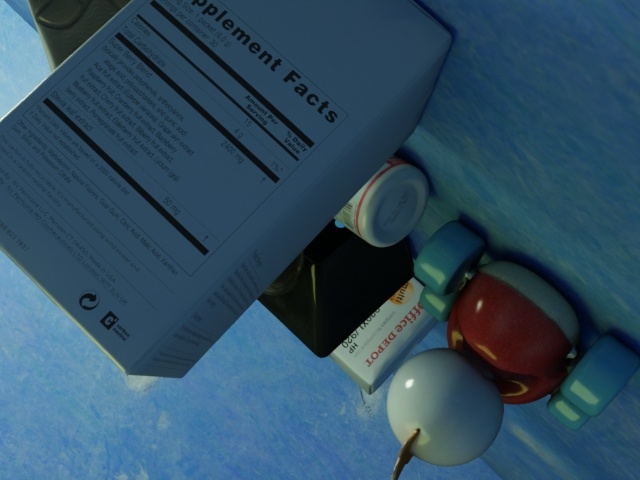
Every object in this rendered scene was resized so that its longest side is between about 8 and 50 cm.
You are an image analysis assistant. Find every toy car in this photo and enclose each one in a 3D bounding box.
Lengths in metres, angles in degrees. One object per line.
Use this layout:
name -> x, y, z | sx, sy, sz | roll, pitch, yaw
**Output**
toy car -> 0.145, 0.148, 0.711 | 0.219, 0.238, 0.210 | 41, 171, 22

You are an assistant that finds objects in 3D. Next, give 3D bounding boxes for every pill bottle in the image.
pill bottle -> 0.028, -0.066, 0.728 | 0.160, 0.087, 0.087 | 37, 169, 39

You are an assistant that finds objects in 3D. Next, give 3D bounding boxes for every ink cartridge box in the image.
ink cartridge box -> 0.053, 0.103, 1.128 | 0.232, 0.171, 0.168 | 41, 171, 15

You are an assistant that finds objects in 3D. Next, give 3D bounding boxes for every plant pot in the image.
plant pot -> 0.000, 0.000, 0.914 | 0.188, 0.187, 0.167 | 39, 156, 26

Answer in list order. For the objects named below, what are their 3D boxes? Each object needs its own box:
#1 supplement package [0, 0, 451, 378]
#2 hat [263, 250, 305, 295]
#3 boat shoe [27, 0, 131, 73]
supplement package -> -0.075, -0.066, 0.516 | 0.175, 0.293, 0.177 | 42, 170, 8
hat -> -0.144, -0.079, 0.789 | 0.331, 0.133, 0.332 | 37, 135, 47
boat shoe -> -0.210, -0.198, 0.665 | 0.116, 0.123, 0.325 | 158, 107, -75
